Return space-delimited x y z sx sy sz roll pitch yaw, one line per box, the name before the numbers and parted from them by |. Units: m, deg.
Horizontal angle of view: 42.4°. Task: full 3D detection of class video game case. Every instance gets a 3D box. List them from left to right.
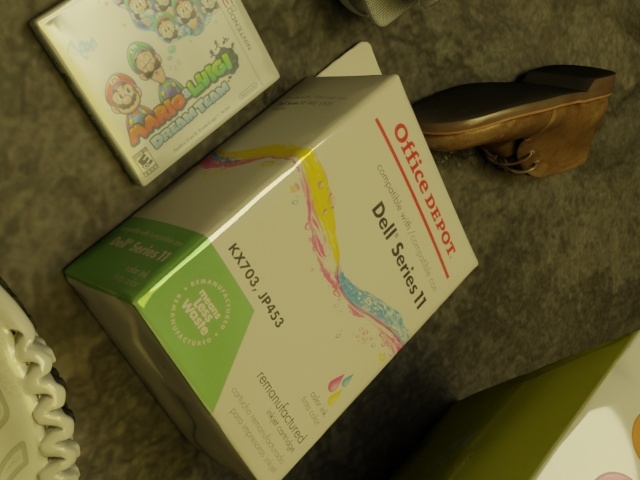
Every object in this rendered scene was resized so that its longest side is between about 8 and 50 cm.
video game case | -0.118 -0.144 0.631 0.157 0.019 0.143 -44 123 -25

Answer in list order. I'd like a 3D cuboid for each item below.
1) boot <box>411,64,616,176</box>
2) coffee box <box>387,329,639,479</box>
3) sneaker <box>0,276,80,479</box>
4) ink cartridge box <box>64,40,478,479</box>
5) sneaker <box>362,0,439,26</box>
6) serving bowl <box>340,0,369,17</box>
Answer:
boot | 0.208 -0.111 0.858 0.305 0.112 0.115 -16 119 -41
coffee box | 0.206 0.336 0.710 0.334 0.338 0.338 46 64 2
sneaker | -0.224 0.160 0.551 0.118 0.110 0.292 -13 106 -28
ink cartridge box | 0.000 0.000 0.691 0.353 0.119 0.207 -44 122 -26
sneaker | 0.026 -0.279 0.620 0.366 0.137 0.210 -16 94 -37
serving bowl | 0.038 -0.241 0.737 0.083 0.027 0.083 -8 103 -38
